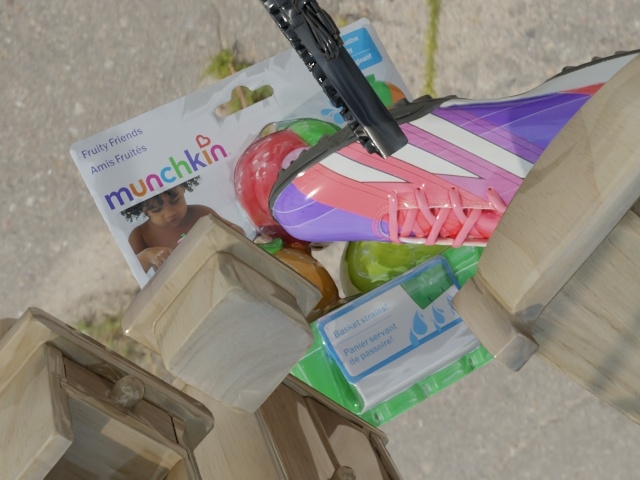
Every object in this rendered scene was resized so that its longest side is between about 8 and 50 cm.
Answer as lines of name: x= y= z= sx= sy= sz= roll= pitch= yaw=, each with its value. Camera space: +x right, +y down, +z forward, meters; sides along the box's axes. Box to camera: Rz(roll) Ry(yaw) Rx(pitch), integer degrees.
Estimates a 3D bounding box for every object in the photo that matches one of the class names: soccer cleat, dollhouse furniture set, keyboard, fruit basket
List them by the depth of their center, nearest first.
dollhouse furniture set: x=0.085 y=-0.006 z=0.443 sx=0.303 sy=0.174 sz=0.355 roll=35 pitch=100 yaw=-28
keyboard: x=-0.015 y=-0.120 z=0.609 sx=0.023 sy=0.108 sz=0.180 roll=-37 pitch=97 yaw=-3
soccer cleat: x=0.121 y=-0.038 z=0.773 sx=0.318 sy=0.116 sz=0.108 roll=-14 pitch=156 yaw=6
fruit basket: x=0.000 y=0.000 z=1.028 sx=0.327 sy=0.165 sz=0.353 roll=-26 pitch=90 yaw=-21
